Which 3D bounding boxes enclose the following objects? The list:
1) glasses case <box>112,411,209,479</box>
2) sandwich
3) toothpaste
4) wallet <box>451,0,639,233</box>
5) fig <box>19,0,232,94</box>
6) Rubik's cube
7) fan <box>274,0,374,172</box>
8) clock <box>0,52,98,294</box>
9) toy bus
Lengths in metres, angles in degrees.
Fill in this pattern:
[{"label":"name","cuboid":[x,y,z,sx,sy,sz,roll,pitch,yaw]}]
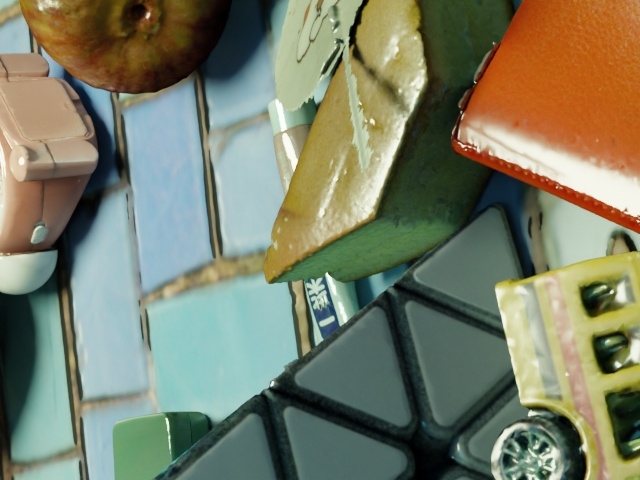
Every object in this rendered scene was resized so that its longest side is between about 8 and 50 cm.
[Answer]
[{"label":"glasses case","cuboid":[-0.114,0.223,1.256,0.078,0.039,0.184,-15,77,46]},{"label":"sandwich","cuboid":[0.055,-0.072,1.053,0.096,0.094,0.258,38,113,45]},{"label":"toothpaste","cuboid":[0.000,0.000,1.153,0.056,0.036,0.205,-30,69,58]},{"label":"wallet","cuboid":[0.180,-0.079,0.935,0.204,0.045,0.142,28,88,45]},{"label":"fig","cuboid":[-0.132,-0.194,1.243,0.149,0.202,0.148,24,127,9]},{"label":"Rubik's cube","cuboid":[0.039,0.149,1.019,0.229,0.233,0.228,-91,-17,-61]},{"label":"fan","cuboid":[0.011,-0.136,1.055,0.191,0.009,0.329,-59,21,32]},{"label":"clock","cuboid":[-0.253,-0.054,1.398,0.166,0.092,0.162,57,136,32]},{"label":"toy bus","cuboid":[0.183,0.176,0.883,0.123,0.121,0.336,-21,72,31]}]
